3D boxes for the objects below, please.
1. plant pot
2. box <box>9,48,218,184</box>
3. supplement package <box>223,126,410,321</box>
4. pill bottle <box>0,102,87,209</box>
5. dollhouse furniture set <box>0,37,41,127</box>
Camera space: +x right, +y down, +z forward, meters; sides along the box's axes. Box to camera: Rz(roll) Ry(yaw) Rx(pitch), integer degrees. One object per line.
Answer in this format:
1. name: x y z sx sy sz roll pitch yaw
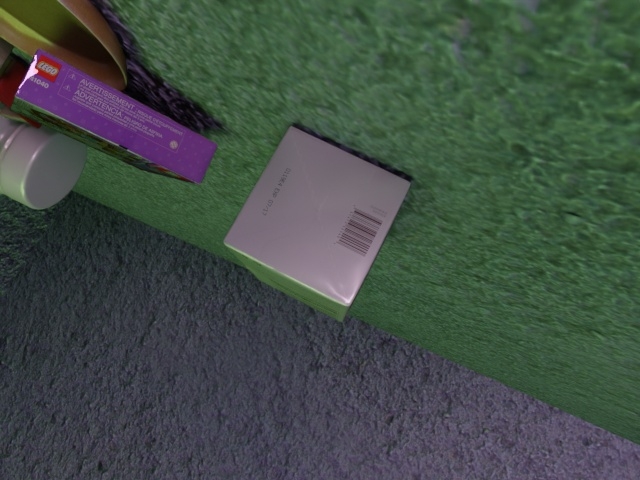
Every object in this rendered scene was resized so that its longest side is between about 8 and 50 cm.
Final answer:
1. plant pot: -0.291 -0.232 0.481 0.237 0.032 0.236 25 169 5
2. box: -0.280 -0.149 0.643 0.201 0.057 0.293 26 176 -34
3. supplement package: 0.000 0.000 0.578 0.134 0.138 0.244 27 170 7
4. pill bottle: -0.658 -0.213 0.947 0.361 0.204 0.204 27 168 1
5. dollhouse furniture set: -0.490 -0.206 0.620 0.152 0.201 0.374 23 168 15
